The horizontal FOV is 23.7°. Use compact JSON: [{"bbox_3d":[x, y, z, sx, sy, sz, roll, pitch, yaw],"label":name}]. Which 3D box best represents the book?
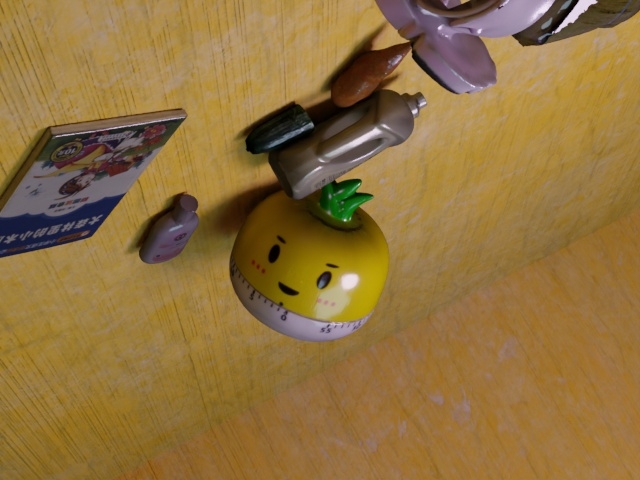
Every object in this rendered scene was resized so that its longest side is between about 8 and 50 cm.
[{"bbox_3d":[-0.343,-0.072,2.116,0.228,0.018,0.322,-13,156,-41],"label":"book"}]

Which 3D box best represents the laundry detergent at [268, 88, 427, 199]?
[{"bbox_3d":[0.049,-0.158,2.330,0.253,0.091,0.181,-29,180,-6],"label":"laundry detergent"}]

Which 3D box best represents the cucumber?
[{"bbox_3d":[-0.065,-0.161,2.260,0.105,0.048,0.048,-26,163,-3],"label":"cucumber"}]

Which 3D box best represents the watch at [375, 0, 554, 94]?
[{"bbox_3d":[0.199,-0.327,1.878,0.231,0.244,0.196,-30,164,26],"label":"watch"}]

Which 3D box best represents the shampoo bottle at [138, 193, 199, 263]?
[{"bbox_3d":[-0.231,-0.018,2.405,0.080,0.040,0.165,-16,160,-32],"label":"shampoo bottle"}]

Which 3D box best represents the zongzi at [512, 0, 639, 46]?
[{"bbox_3d":[0.443,-0.430,2.096,0.393,0.174,0.356,-11,151,-47],"label":"zongzi"}]

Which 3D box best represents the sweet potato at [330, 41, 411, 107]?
[{"bbox_3d":[0.076,-0.249,2.211,0.056,0.056,0.195,-13,165,-42],"label":"sweet potato"}]

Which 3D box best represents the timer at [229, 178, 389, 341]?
[{"bbox_3d":[0.000,0.000,2.503,0.285,0.285,0.285,-27,163,-9],"label":"timer"}]
